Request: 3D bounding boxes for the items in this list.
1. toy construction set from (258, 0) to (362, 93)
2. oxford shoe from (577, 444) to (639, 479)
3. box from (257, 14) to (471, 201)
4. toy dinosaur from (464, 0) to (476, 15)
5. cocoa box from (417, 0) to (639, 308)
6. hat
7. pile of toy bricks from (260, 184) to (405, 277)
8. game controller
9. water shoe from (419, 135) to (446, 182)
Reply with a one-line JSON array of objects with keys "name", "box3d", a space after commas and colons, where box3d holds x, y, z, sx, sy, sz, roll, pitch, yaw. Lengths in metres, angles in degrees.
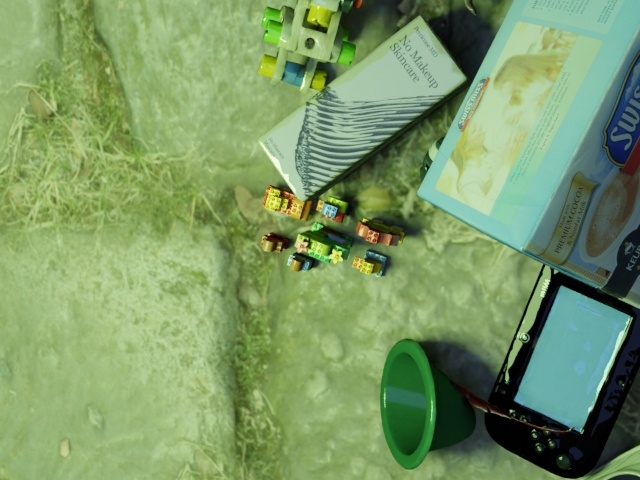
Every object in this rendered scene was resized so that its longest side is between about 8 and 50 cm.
[{"name": "toy construction set", "box3d": [-0.002, -0.362, 1.437, 0.151, 0.215, 0.328, 0, 94, -8]}, {"name": "oxford shoe", "box3d": [0.330, 0.430, 1.484, 0.449, 0.130, 0.169, -41, 87, 21]}, {"name": "box", "box3d": [0.059, -0.173, 1.469, 0.275, 0.094, 0.113, -38, 86, 12]}, {"name": "toy dinosaur", "box3d": [0.204, -0.434, 1.390, 0.200, 0.127, 0.296, -40, 69, 10]}, {"name": "cocoa box", "box3d": [0.319, -0.136, 1.264, 0.228, 0.231, 0.347, 23, 96, -32]}, {"name": "hat", "box3d": [0.202, 0.236, 1.526, 0.183, 0.208, 0.173, 3, 130, -19]}, {"name": "pile of toy bricks", "box3d": [0.000, 0.000, 1.532, 0.212, 0.105, 0.118, 20, 105, 15]}, {"name": "game controller", "box3d": [0.338, 0.157, 1.467, 0.166, 0.067, 0.319, 23, 105, 14]}, {"name": "water shoe", "box3d": [0.229, -0.063, 1.477, 0.203, 0.073, 0.080, 36, 137, 7]}]
